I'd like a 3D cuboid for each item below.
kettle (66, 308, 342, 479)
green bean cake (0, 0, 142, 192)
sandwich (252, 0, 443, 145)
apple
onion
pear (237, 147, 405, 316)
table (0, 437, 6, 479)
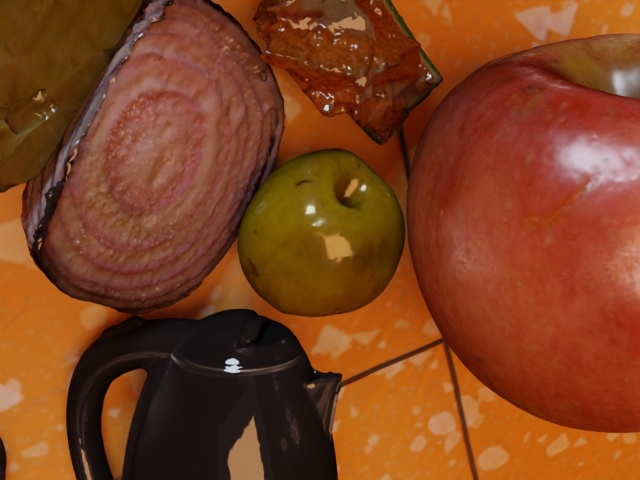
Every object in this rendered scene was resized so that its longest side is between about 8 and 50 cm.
[{"bbox_3d":[-0.113,0.205,0.744,0.268,0.207,0.291,3,104,7],"label":"kettle"},{"bbox_3d":[-0.234,-0.160,0.490,0.236,0.124,0.233,-60,157,-3],"label":"green bean cake"},{"bbox_3d":[0.035,-0.158,0.674,0.109,0.160,0.185,-38,114,16],"label":"sandwich"},{"bbox_3d":[0.251,-0.004,0.705,0.363,0.364,0.364,-7,112,-18],"label":"apple"},{"bbox_3d":[-0.147,-0.071,0.666,0.250,0.111,0.247,-61,154,-3],"label":"onion"},{"bbox_3d":[0.000,0.000,0.719,0.148,0.149,0.162,7,138,-23],"label":"pear"},{"bbox_3d":[-0.361,0.221,0.725,0.133,0.043,0.134,-7,111,-19],"label":"table"}]
